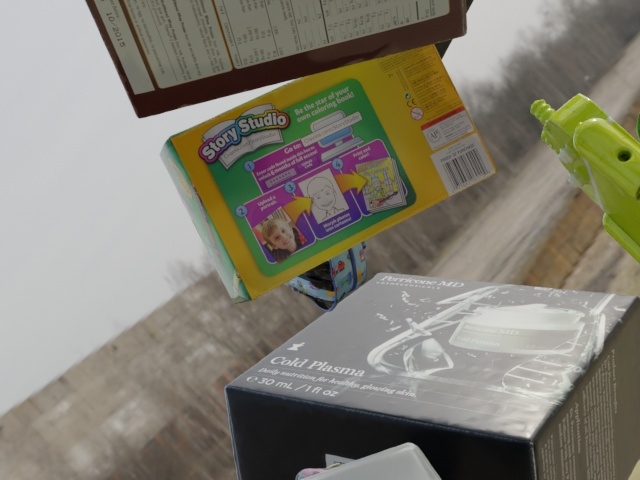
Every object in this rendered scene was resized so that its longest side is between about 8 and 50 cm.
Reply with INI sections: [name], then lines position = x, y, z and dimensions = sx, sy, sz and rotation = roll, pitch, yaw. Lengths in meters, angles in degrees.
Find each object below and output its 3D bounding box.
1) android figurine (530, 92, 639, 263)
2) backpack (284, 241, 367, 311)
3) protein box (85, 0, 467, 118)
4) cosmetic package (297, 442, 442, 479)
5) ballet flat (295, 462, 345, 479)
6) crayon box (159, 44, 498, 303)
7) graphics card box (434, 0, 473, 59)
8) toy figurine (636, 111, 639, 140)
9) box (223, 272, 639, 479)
[android figurine]
position = 0.321, -0.051, 1.048
dimensions = 0.056, 0.273, 0.248
rotation = -42, -30, 2
[backpack]
position = 0.000, 0.000, 1.271
dimensions = 0.117, 0.158, 0.173
rotation = -22, 29, -22
[protein box]
position = -0.039, -0.209, 0.585
dimensions = 0.201, 0.200, 0.136
rotation = -14, -35, 0
[cosmetic package]
position = -0.025, 0.446, 0.877
dimensions = 0.393, 0.327, 0.329
rotation = -14, -48, -22
[ballet flat]
position = 0.056, 0.304, 1.215
dimensions = 0.221, 0.079, 0.077
rotation = 20, -69, -44
[crayon box]
position = 0.008, -0.075, 0.957
dimensions = 0.278, 0.165, 0.081
rotation = -27, 1, -14
[graphics card box]
position = 0.116, -0.395, 1.326
dimensions = 0.094, 0.233, 0.371
rotation = 8, 66, 53
[toy figurine]
position = 0.454, -0.157, 1.101
dimensions = 0.159, 0.130, 0.173
rotation = 13, -65, -32
[box]
position = 0.194, 0.278, 1.525
dimensions = 0.480, 0.297, 0.472
rotation = 4, 20, 32
